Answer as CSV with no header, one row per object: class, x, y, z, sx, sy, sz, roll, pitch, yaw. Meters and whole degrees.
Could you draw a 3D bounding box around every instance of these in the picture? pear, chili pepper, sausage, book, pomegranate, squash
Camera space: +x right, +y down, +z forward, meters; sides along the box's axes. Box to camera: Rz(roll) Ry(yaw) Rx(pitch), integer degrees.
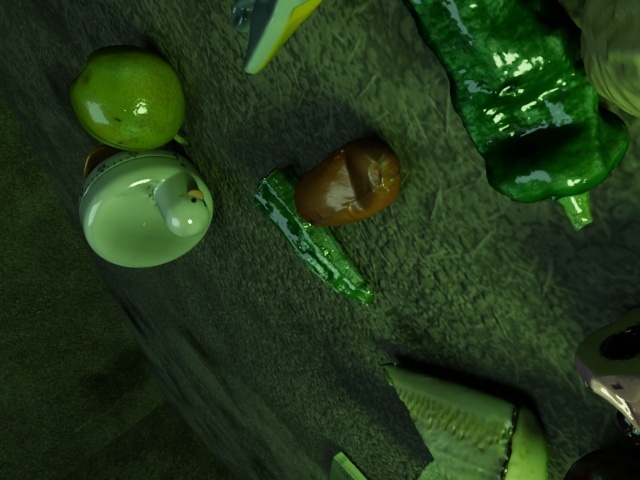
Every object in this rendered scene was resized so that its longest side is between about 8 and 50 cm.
pear,-0.288,-0.210,0.926,0.180,0.166,0.216,-6,142,47
chili pepper,0.123,-0.126,0.391,0.270,0.099,0.136,56,-173,-11
sausage,0.032,-0.063,0.652,0.089,0.089,0.179,59,149,-8
book,0.129,0.619,1.310,0.282,0.025,0.215,40,150,24
pomegranate,0.296,0.259,0.554,0.130,0.130,0.130,39,148,29
squash,0.169,0.268,0.762,0.252,0.093,0.169,2,78,57
chili pepper,0.000,0.000,0.796,0.227,0.059,0.088,49,141,4

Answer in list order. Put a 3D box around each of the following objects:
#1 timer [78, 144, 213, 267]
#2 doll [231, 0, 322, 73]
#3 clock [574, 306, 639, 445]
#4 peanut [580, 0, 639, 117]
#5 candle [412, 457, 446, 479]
timer,-0.300,-0.045,1.022,0.240,0.233,0.233,56,158,37
doll,-0.010,-0.277,0.448,0.145,0.103,0.316,58,147,6
clock,0.310,0.147,0.414,0.195,0.100,0.194,58,151,-8
peanut,0.229,-0.107,0.232,0.274,0.125,0.111,3,104,57
candle,0.176,0.355,0.820,0.068,0.192,0.168,41,106,28
